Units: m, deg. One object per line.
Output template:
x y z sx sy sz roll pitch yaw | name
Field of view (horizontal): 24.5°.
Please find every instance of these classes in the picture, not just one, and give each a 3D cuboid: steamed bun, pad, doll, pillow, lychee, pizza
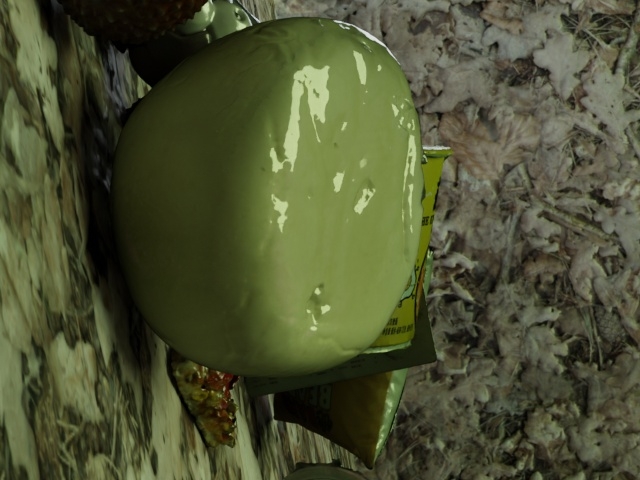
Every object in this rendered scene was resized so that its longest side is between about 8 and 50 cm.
-0.067 -0.043 1.365 0.312 0.233 0.333 8 89 -56 | steamed bun
0.015 0.110 1.980 0.009 0.265 0.159 23 56 -78 | pad
-0.144 -0.232 1.522 0.117 0.182 0.257 -54 -146 25 | doll
0.040 0.142 2.098 0.310 0.119 0.312 11 -94 60 | pillow
-0.158 -0.255 1.250 0.197 0.165 0.165 106 -23 -66 | lychee
-0.117 0.136 1.564 0.193 0.053 0.201 -70 149 -82 | pizza

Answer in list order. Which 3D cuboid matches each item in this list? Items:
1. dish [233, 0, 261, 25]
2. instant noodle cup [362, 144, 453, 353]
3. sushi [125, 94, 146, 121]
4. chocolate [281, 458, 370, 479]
-0.129 -0.249 1.886 0.228 0.086 0.236 53 16 30 | dish
0.000 0.000 1.845 0.325 0.326 0.254 -49 142 -85 | instant noodle cup
-0.169 -0.108 1.521 0.083 0.056 0.084 46 34 -69 | sushi
-0.017 0.378 1.744 0.147 0.221 0.221 -13 93 -58 | chocolate
